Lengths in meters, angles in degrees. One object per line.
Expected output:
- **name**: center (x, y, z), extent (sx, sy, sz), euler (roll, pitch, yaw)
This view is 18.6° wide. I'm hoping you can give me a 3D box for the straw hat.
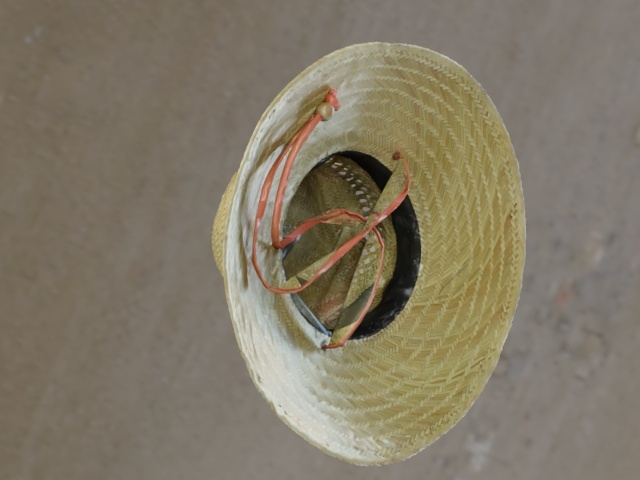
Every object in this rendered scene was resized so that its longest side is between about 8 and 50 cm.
- **straw hat**: center (0.000, 0.000, 0.637), extent (0.144, 0.061, 0.144), euler (-8, 100, -47)
